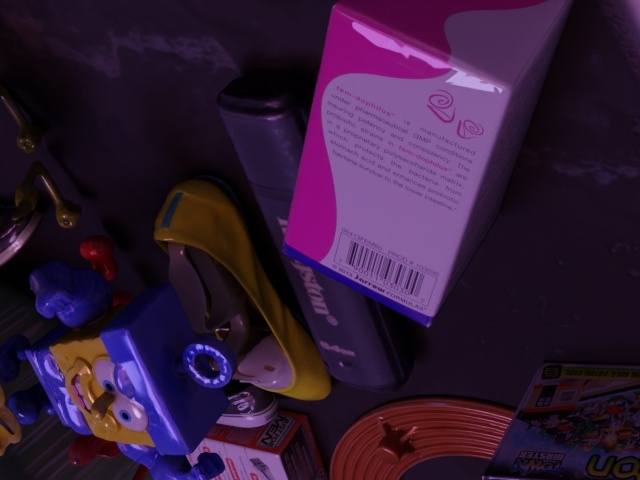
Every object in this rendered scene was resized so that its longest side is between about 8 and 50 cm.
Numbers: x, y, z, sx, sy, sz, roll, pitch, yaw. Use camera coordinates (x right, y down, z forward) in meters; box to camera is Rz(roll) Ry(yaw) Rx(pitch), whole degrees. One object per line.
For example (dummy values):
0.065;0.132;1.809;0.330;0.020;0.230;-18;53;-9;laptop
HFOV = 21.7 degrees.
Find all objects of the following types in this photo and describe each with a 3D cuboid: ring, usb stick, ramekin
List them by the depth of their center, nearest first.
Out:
0.000;0.000;1.177;0.077;0.045;0.278;5;134;31;usb stick
0.155;0.254;1.348;0.336;0.032;0.337;20;141;17;ring
-0.274;0.177;1.434;0.303;0.148;0.303;35;148;25;ramekin

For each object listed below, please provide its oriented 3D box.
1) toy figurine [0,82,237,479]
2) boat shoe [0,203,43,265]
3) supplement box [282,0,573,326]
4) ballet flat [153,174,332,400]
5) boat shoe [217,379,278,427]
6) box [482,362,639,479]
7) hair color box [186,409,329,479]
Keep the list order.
-0.143;0.056;1.197;0.217;0.191;0.363;-5;115;40;toy figurine
-0.284;-0.005;1.370;0.152;0.056;0.049;-19;124;46;boat shoe
0.062;-0.071;1.002;0.111;0.114;0.220;27;143;11;supplement box
-0.064;0.057;1.258;0.077;0.077;0.231;0;131;34;ballet flat
-0.101;0.126;1.388;0.142;0.049;0.040;0;125;28;boat shoe
0.222;0.134;1.103;0.207;0.114;0.036;-2;130;37;box
-0.083;0.182;1.426;0.167;0.053;0.093;10;134;30;hair color box
